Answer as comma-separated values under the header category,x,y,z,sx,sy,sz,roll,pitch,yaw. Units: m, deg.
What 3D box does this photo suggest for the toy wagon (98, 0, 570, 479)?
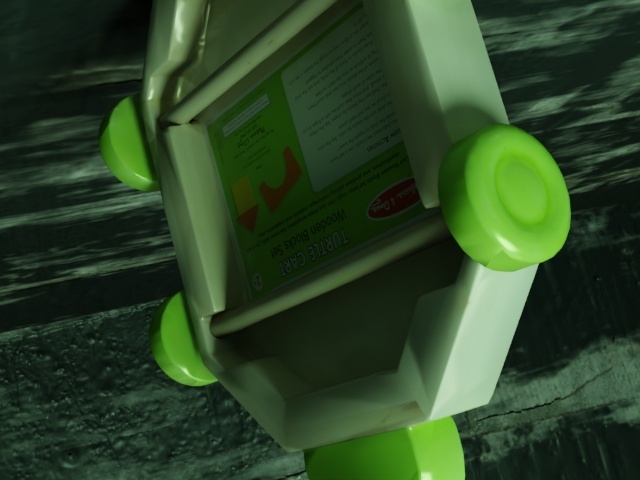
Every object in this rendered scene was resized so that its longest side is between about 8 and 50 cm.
category,x,y,z,sx,sy,sz,roll,pitch,yaw
toy wagon,0.000,0.000,0.482,0.068,0.344,0.267,-9,169,-38
